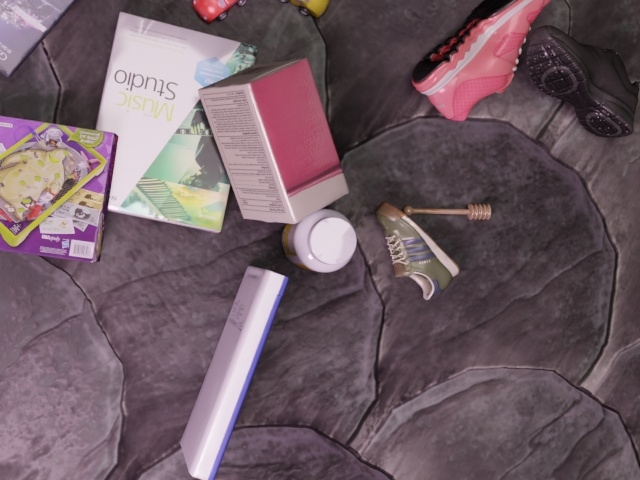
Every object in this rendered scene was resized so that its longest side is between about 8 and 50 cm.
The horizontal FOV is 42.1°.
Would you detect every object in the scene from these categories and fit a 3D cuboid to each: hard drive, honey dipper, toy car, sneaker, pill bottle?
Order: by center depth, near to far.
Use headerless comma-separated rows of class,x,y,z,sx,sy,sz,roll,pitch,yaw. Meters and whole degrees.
hard drive,-0.140,0.198,1.318,0.040,0.210,0.318,21,85,-13
pill bottle,0.000,0.000,1.364,0.103,0.184,0.103,0,91,-13
toy car,-0.103,-0.488,1.406,0.239,0.053,0.224,-6,92,-13
sneaker,0.155,0.026,1.461,0.192,0.064,0.086,43,76,-13
sneaker,0.308,-0.339,1.490,0.314,0.116,0.136,-42,112,-6
honey dipper,0.227,-0.053,1.500,0.161,0.030,0.030,0,90,-9
sneaker,0.481,-0.307,1.512,0.286,0.109,0.130,35,71,-32

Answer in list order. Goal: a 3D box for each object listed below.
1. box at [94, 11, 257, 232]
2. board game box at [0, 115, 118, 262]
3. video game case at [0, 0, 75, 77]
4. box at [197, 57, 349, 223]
box,-0.248,-0.190,1.371,0.233,0.058,0.321,11,89,-13
board game box,-0.503,-0.090,1.288,0.347,0.056,0.208,9,92,-3
video game case,-0.477,-0.421,1.293,0.196,0.026,0.274,40,85,-15
box,-0.073,-0.158,1.326,0.127,0.149,0.232,-32,114,-33
